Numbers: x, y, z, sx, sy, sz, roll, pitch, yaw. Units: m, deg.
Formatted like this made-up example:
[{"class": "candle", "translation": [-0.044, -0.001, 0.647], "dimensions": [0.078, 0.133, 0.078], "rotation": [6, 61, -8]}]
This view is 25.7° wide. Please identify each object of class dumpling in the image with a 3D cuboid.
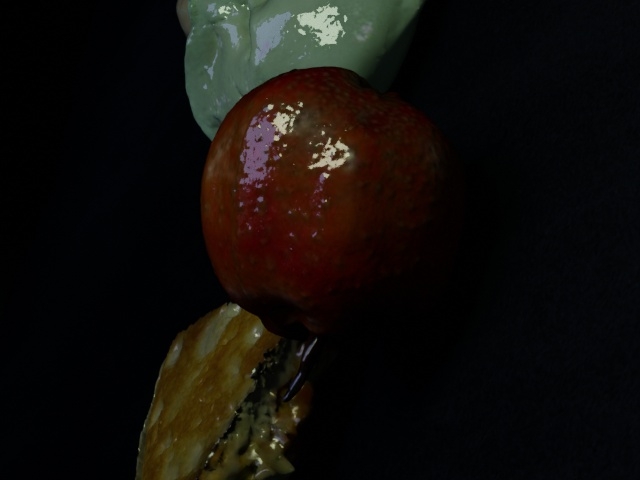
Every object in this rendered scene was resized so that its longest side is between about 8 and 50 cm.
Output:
[{"class": "dumpling", "translation": [-0.012, -0.229, 1.642], "dimensions": [0.270, 0.212, 0.320], "rotation": [36, 88, 35]}]

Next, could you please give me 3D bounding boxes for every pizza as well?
[{"class": "pizza", "translation": [-0.058, 0.163, 1.483], "dimensions": [0.406, 0.130, 0.440], "rotation": [-48, 20, 18]}]

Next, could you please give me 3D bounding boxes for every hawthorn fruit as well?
[{"class": "hawthorn fruit", "translation": [0.000, 0.000, 1.286], "dimensions": [0.254, 0.254, 0.300], "rotation": [-14, 54, 66]}]

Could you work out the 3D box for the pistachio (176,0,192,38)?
[{"class": "pistachio", "translation": [-0.061, -0.320, 1.859], "dimensions": [0.332, 0.208, 0.226], "rotation": [-12, 102, 50]}]
